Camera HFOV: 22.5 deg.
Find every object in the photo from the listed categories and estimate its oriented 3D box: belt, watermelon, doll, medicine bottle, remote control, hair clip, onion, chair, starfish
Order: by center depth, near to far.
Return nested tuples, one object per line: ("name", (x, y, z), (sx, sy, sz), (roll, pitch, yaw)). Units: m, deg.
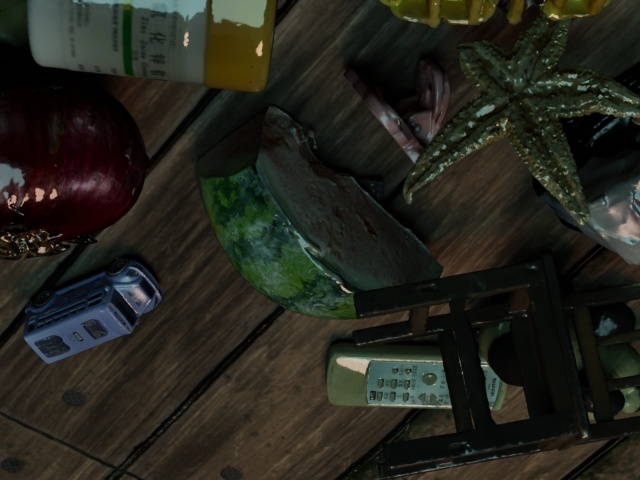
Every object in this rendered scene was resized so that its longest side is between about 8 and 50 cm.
("medicine bottle", (-0.152, -0.270, 1.552), (0.232, 0.238, 0.238), (5, 130, -2))
("starfish", (0.217, -0.126, 1.671), (0.231, 0.048, 0.295), (41, 89, 15))
("onion", (-0.334, -0.097, 1.706), (0.314, 0.232, 0.314), (0, 174, 0))
("belt", (0.382, -0.088, 1.739), (0.289, 0.184, 0.164), (-31, 128, 31))
("chair", (0.255, 0.131, 1.753), (0.416, 0.203, 0.240), (-11, 165, -2))
("hair clip", (0.084, -0.125, 1.761), (0.102, 0.123, 0.138), (-12, 128, -15))
("watermelon", (0.000, 0.000, 1.845), (0.305, 0.224, 0.180), (41, 82, -25))
("remote control", (0.058, -0.037, 1.893), (0.034, 0.016, 0.091), (10, 131, 8))
("doll", (0.301, 0.138, 1.968), (0.234, 0.143, 0.135), (23, 159, -16))
("remote control", (0.123, 0.174, 2.060), (0.234, 0.038, 0.098), (1, 131, -1))

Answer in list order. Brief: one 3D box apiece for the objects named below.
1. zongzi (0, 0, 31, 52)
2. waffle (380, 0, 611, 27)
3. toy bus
("zongzi", (-0.305, -0.289, 1.573), (0.317, 0.154, 0.289), (30, 157, -37))
("waffle", (0.191, -0.289, 1.582), (0.309, 0.065, 0.283), (-25, 140, 38))
("toy bus", (-0.277, 0.088, 1.968), (0.167, 0.076, 0.073), (-22, 127, 20))
